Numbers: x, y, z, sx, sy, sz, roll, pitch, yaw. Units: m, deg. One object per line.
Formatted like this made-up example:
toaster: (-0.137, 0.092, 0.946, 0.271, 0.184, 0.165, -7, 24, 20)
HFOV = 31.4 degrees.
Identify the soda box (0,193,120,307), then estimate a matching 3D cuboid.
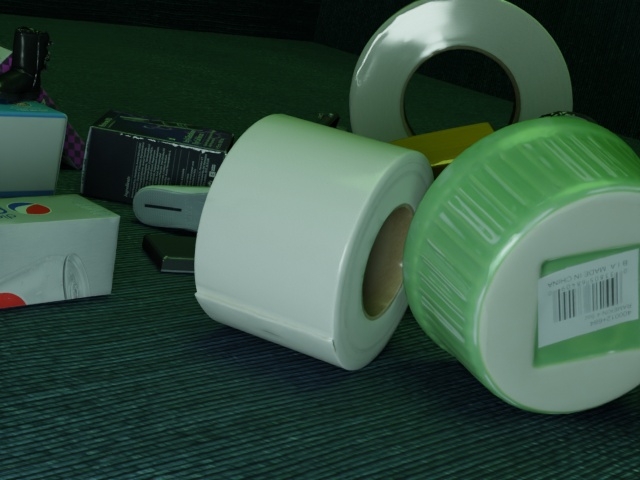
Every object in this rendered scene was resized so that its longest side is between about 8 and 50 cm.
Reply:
soda box: (-0.354, 0.015, 1.196, 0.091, 0.098, 0.286, 23, 19, 39)

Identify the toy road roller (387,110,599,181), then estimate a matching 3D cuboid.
toy road roller: (0.235, -0.010, 1.421, 0.330, 0.202, 0.240, -9, 36, -2)

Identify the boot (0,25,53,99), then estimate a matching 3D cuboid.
boot: (-0.424, -0.249, 1.598, 0.045, 0.099, 0.121, 17, 14, 17)

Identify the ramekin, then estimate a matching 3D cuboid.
ramekin: (0.253, 0.036, 1.201, 0.304, 0.303, 0.148, 5, 24, -21)

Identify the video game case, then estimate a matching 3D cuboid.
video game case: (-0.486, -0.228, 1.801, 0.210, 0.042, 0.232, 25, -24, 41)

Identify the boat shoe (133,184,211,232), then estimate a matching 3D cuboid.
boat shoe: (-0.145, -0.044, 1.578, 0.226, 0.083, 0.076, 15, 17, 17)

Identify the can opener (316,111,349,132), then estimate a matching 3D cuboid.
can opener: (0.011, -0.241, 2.435, 0.073, 0.059, 0.186, 16, 16, 14)

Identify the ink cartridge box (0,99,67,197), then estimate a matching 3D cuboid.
ink cartridge box: (-0.548, -0.163, 1.627, 0.307, 0.129, 0.223, 25, 20, 39)

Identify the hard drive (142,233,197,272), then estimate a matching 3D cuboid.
hard drive: (-0.153, 0.018, 1.465, 0.135, 0.022, 0.094, 4, 17, -26)

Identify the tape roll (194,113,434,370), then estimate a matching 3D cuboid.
tape roll: (0.000, 0.000, 1.228, 0.169, 0.246, 0.246, 17, 17, 23)

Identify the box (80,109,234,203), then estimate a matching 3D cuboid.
box: (-0.245, -0.118, 1.727, 0.207, 0.108, 0.153, 11, 16, -4)

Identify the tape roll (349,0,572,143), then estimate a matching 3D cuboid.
tape roll: (0.243, -0.239, 1.992, 0.392, 0.391, 0.072, 12, 15, 2)
